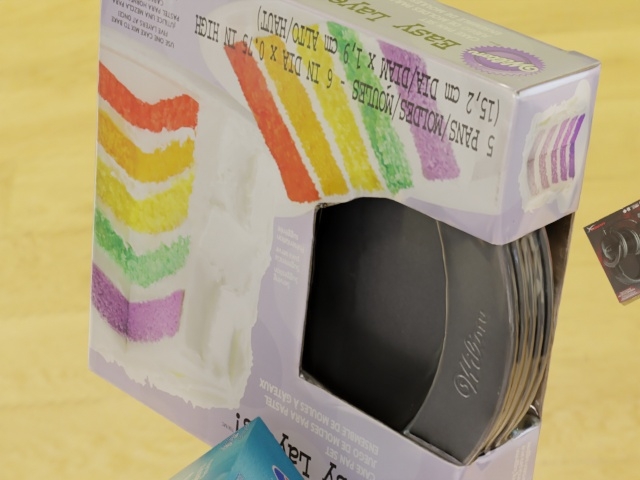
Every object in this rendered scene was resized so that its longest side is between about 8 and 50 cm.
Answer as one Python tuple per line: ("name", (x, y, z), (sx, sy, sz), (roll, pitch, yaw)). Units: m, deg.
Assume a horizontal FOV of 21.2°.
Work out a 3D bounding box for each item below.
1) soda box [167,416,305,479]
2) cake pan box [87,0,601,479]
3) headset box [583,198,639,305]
("soda box", (-0.037, 0.128, 0.671), (0.067, 0.210, 0.071), (-35, 90, 3))
("cake pan box", (0.000, 0.000, 0.794), (0.267, 0.246, 0.070), (28, 35, 36))
("headset box", (0.275, 0.013, 1.483), (0.062, 0.032, 0.083), (-27, 75, 14))
